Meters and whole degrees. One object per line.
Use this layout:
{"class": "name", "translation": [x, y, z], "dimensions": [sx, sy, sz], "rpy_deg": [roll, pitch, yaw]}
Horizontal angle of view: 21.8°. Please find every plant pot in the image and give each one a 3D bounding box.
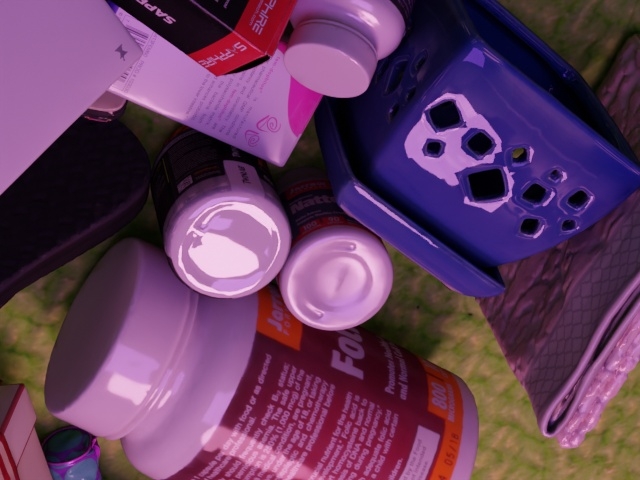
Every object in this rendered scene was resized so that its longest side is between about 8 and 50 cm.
{"class": "plant pot", "translation": [0.130, -0.099, 1.563], "dimensions": [0.236, 0.236, 0.212], "rpy_deg": [35, 111, -25]}

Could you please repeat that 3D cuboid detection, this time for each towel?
{"class": "towel", "translation": [0.268, -0.009, 1.583], "dimensions": [0.053, 0.317, 0.332], "rpy_deg": [25, 109, -17]}

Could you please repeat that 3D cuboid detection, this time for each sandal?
{"class": "sandal", "translation": [-0.346, 0.033, 1.504], "dimensions": [0.446, 0.167, 0.107], "rpy_deg": [-29, 159, -26]}

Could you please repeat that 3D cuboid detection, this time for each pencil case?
{"class": "pencil case", "translation": [-0.246, 0.272, 1.757], "dimensions": [0.070, 0.064, 0.151], "rpy_deg": [-10, 120, 11]}

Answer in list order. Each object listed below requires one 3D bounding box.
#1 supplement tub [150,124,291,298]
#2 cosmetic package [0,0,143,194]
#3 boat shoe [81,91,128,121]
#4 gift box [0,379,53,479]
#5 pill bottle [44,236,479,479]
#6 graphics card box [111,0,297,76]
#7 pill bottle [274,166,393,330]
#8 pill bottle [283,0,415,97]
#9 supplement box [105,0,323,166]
{"class": "supplement tub", "translation": [-0.098, -0.036, 1.562], "dimensions": [0.117, 0.190, 0.117], "rpy_deg": [-5, 118, -10]}
{"class": "cosmetic package", "translation": [-0.308, -0.132, 1.378], "dimensions": [0.224, 0.225, 0.138], "rpy_deg": [-48, 120, -22]}
{"class": "boat shoe", "translation": [-0.244, -0.145, 1.553], "dimensions": [0.133, 0.042, 0.049], "rpy_deg": [18, 72, -1]}
{"class": "gift box", "translation": [-0.401, 0.277, 1.629], "dimensions": [0.255, 0.276, 0.258], "rpy_deg": [-8, 122, 7]}
{"class": "pill bottle", "translation": [-0.058, 0.160, 1.652], "dimensions": [0.392, 0.224, 0.224], "rpy_deg": [27, 108, -23]}
{"class": "graphics card box", "translation": [-0.162, -0.333, 1.387], "dimensions": [0.371, 0.094, 0.232], "rpy_deg": [34, 65, -26]}
{"class": "pill bottle", "translation": [0.000, 0.000, 1.607], "dimensions": [0.108, 0.180, 0.108], "rpy_deg": [-5, 117, -10]}
{"class": "pill bottle", "translation": [0.033, -0.228, 1.485], "dimensions": [0.108, 0.193, 0.108], "rpy_deg": [15, 154, 8]}
{"class": "supplement box", "translation": [-0.111, -0.173, 1.535], "dimensions": [0.220, 0.114, 0.111], "rpy_deg": [24, 108, -21]}
